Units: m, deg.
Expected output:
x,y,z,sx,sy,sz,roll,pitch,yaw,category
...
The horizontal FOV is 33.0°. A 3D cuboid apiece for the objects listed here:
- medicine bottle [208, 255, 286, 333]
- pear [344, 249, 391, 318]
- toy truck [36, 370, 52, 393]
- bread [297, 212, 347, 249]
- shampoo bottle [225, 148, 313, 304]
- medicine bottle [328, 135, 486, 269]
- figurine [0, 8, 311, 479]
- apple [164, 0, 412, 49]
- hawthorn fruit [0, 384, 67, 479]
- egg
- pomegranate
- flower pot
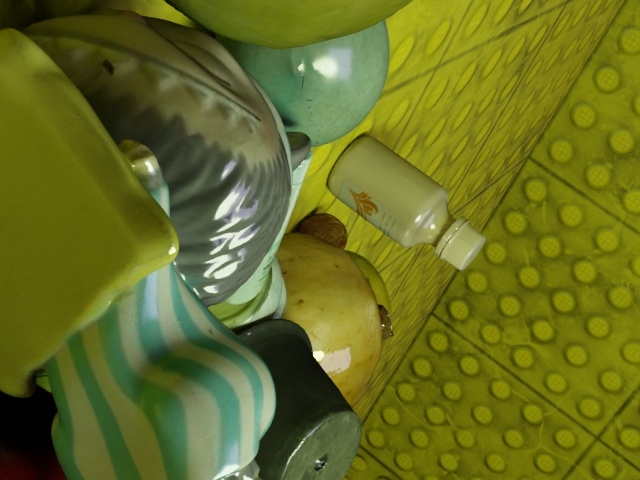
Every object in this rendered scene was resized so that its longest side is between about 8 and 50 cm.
x,y,z,sx,sy,sz,roll,pitch,yaw,category
-0.119,0.058,1.341,0.147,0.147,0.143,-50,167,-10,medicine bottle
0.016,0.110,1.818,0.200,0.200,0.200,-48,165,-17,pear
-0.264,0.216,1.094,0.148,0.210,0.187,-56,-163,20,toy truck
0.000,0.000,1.717,0.085,0.085,0.053,-44,168,-31,bread
-0.053,-0.019,1.072,0.069,0.041,0.191,-42,161,-49,shampoo bottle
0.138,-0.052,1.671,0.114,0.252,0.114,-49,164,-18,medicine bottle
-0.084,-0.013,0.838,0.266,0.361,0.377,-16,-170,41,figurine
-0.001,-0.267,0.765,0.295,0.233,0.258,-41,159,-38,apple
-0.319,0.221,0.855,0.316,0.316,0.316,-48,165,-17,hawthorn fruit
-0.017,-0.180,1.046,0.169,0.169,0.236,-50,163,-13,egg
-0.050,0.139,1.532,0.307,0.307,0.307,-48,165,-17,pomegranate
-0.047,0.227,1.284,0.235,0.148,0.235,-32,138,-34,flower pot
